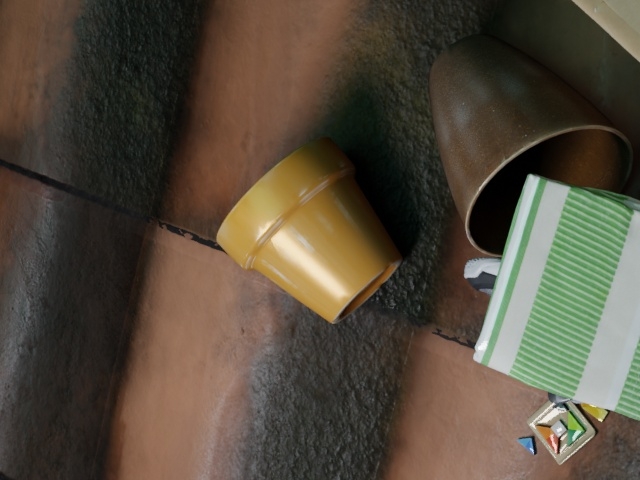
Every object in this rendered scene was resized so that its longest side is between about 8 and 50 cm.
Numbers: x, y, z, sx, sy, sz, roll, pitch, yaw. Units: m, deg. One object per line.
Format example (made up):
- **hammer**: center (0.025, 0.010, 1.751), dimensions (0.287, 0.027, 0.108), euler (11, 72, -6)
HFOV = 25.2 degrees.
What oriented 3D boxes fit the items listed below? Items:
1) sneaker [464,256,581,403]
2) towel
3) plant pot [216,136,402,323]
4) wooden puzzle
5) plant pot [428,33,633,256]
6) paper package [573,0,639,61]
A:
- **sneaker**: center (0.278, 0.114, 1.724), dimensions (0.269, 0.101, 0.153), euler (18, 95, 32)
- **towel**: center (0.357, 0.076, 1.615), dimensions (0.325, 0.038, 0.247), euler (16, 101, 2)
- **plant pot**: center (0.000, 0.000, 1.890), dimensions (0.188, 0.205, 0.205), euler (47, 116, 10)
- **wooden puzzle**: center (0.296, 0.229, 1.768), dimensions (0.078, 0.014, 0.116), euler (48, 116, 27)
- **plant pot**: center (0.225, -0.137, 1.726), dimensions (0.215, 0.215, 0.230), euler (-47, 50, 26)
- **paper package**: center (0.402, -0.276, 1.504), dimensions (0.309, 0.325, 0.168), euler (49, 117, 26)
